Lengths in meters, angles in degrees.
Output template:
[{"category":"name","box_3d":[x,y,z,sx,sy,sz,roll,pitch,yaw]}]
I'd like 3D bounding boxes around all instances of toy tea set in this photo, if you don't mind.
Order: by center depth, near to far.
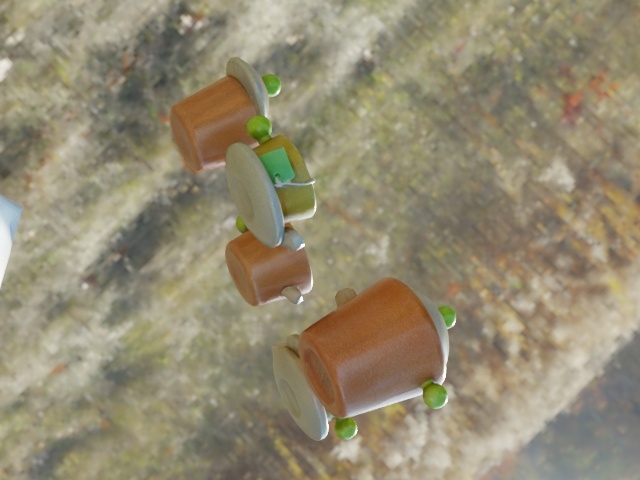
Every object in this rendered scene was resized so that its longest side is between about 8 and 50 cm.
[{"category":"toy tea set","box_3d":[0.000,0.000,1.018,0.124,0.336,0.200,-23,-178,-19]}]

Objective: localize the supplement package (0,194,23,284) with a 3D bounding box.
[{"category":"supplement package","box_3d":[-0.263,0.038,0.512,0.262,0.145,0.204,51,52,-75]}]
